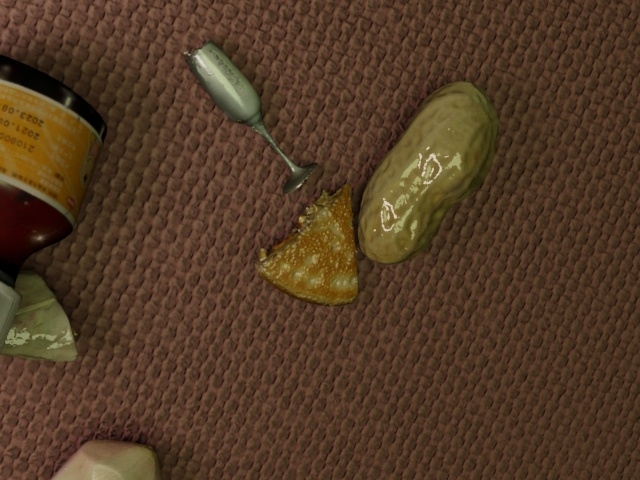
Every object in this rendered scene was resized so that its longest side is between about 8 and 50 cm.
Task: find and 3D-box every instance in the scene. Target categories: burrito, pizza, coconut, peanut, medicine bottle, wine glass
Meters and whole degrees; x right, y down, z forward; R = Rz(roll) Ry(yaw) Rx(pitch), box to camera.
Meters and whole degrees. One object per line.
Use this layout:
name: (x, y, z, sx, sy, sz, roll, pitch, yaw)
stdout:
burrito: (-0.499, 0.108, 1.411, 0.299, 0.143, 0.105, 5, 128, -19)
pizza: (0.000, 0.000, 1.553, 0.188, 0.062, 0.199, 24, 88, -28)
coconut: (-0.317, 0.379, 1.496, 0.183, 0.171, 0.171, -42, 106, -2)
peanut: (0.166, -0.099, 1.525, 0.152, 0.152, 0.313, 38, 91, -16)
medicine bottle: (-0.452, -0.029, 1.303, 0.242, 0.242, 0.395, 23, 74, -16)
wine glass: (-0.109, -0.192, 1.489, 0.074, 0.074, 0.262, -40, 105, -3)
